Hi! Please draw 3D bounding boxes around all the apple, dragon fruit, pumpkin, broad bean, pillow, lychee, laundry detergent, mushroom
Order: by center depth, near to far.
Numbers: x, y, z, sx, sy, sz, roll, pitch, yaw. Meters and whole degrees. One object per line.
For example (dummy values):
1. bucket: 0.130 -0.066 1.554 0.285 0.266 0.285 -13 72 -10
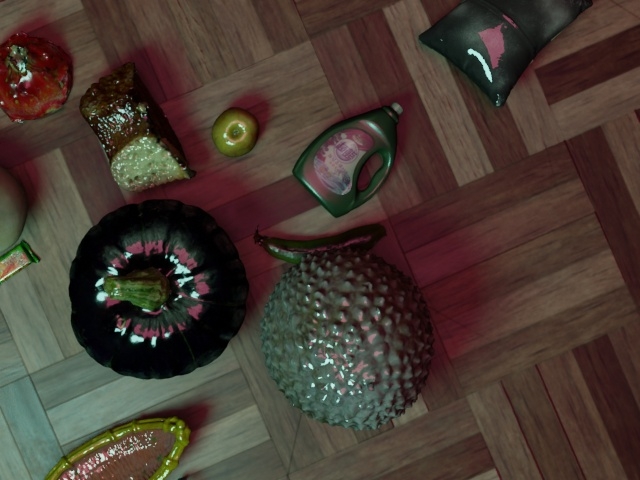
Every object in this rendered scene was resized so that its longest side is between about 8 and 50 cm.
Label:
1. pumpkin: -0.255 0.077 1.663 0.295 0.296 0.296 0 90 -2
2. lychee: 0.036 0.160 1.674 0.300 0.300 0.300 0 90 -2
3. mushroom: -0.582 -0.033 1.713 0.204 0.204 0.204 0 90 -2
4. dragon fruit: -0.494 -0.271 1.739 0.153 0.111 0.153 0 89 2
5. pillow: 0.311 -0.369 1.763 0.186 0.106 0.250 41 87 6
6. apple: -0.143 -0.181 1.765 0.084 0.071 0.084 0 91 0
7. laundry detergent: 0.065 -0.146 1.778 0.211 0.063 0.137 -43 93 -4
8. broad bean: -0.001 0.005 1.786 0.226 0.039 0.069 0 84 -1

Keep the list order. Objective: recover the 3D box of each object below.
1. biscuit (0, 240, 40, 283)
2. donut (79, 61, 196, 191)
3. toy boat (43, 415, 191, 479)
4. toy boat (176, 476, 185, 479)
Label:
1. biscuit: -0.524 0.041 1.781 0.089 0.016 0.046 -34 91 -1
2. donut: -0.305 -0.178 1.747 0.126 0.144 0.187 -26 121 4
3. toy boat: -0.346 0.383 1.739 0.318 0.099 0.141 -30 66 1
4. toy boat: -0.293 0.470 1.748 0.246 0.093 0.103 -16 98 -1
